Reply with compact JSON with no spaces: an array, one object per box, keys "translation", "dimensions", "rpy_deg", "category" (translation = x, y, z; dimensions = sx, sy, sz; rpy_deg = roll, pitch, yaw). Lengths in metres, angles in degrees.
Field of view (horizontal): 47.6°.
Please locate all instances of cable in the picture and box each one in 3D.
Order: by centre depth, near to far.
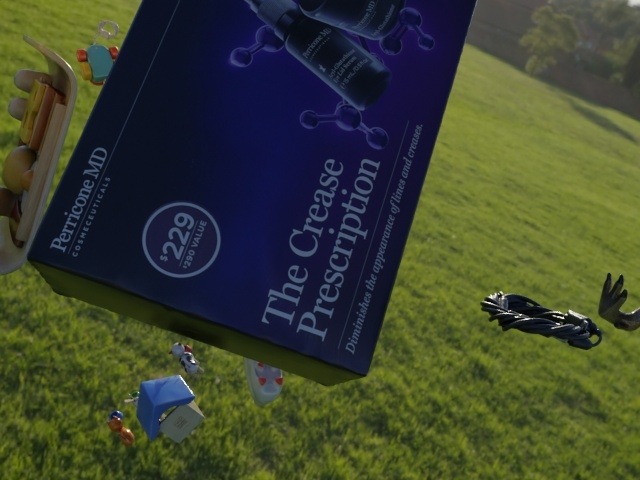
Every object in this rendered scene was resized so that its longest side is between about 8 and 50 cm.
[{"translation":[0.309,0.118,1.071],"dimensions":[0.150,0.047,0.184],"rpy_deg":[5,11,-22],"category":"cable"}]

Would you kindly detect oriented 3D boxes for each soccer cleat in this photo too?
[{"translation":[-0.093,0.160,1.129],"dimensions":[0.068,0.076,0.196],"rpy_deg":[9,54,-19],"category":"soccer cleat"}]

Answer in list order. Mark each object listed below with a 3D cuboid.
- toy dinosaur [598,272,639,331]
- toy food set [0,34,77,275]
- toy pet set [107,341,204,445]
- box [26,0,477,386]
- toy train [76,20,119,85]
[{"translation":[0.177,0.039,0.320],"dimensions":[0.092,0.183,0.053],"rpy_deg":[12,35,-15],"category":"toy dinosaur"},{"translation":[-0.423,-0.123,0.986],"dimensions":[0.092,0.306,0.219],"rpy_deg":[14,10,-31],"category":"toy food set"},{"translation":[-0.182,0.165,0.773],"dimensions":[0.114,0.122,0.065],"rpy_deg":[37,-10,50],"category":"toy pet set"},{"translation":[-0.030,-0.067,0.439],"dimensions":[0.184,0.261,0.103],"rpy_deg":[19,-17,-4],"category":"box"},{"translation":[-0.276,-0.242,1.076],"dimensions":[0.166,0.046,0.125],"rpy_deg":[35,59,-7],"category":"toy train"}]
